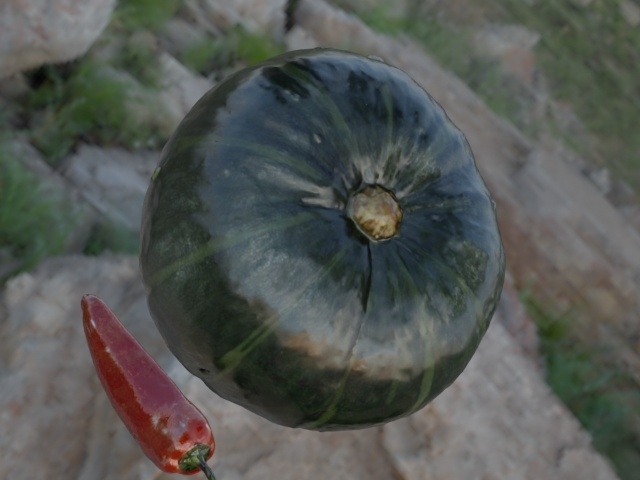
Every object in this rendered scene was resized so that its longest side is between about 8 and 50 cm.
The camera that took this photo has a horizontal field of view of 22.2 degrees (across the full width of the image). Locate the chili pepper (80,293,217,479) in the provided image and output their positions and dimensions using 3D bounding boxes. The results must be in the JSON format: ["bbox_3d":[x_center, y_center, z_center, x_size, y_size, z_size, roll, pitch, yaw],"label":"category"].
[{"bbox_3d":[-0.167,0.161,1.618,0.272,0.071,0.063,50,16,27],"label":"chili pepper"}]

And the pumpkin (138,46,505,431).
[{"bbox_3d":[0.000,0.000,1.277,0.300,0.207,0.300,7,73,-22],"label":"pumpkin"}]
